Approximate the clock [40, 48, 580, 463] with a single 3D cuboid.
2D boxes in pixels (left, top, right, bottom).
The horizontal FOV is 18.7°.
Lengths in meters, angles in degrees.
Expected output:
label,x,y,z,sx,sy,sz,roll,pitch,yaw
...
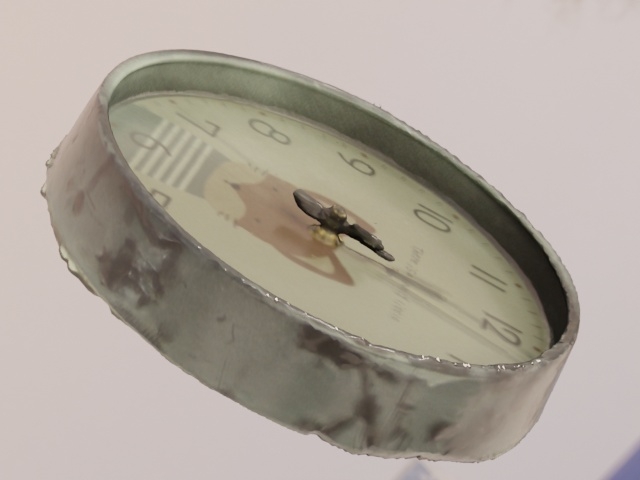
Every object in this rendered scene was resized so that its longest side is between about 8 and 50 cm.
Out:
label,x,y,z,sx,sy,sz,roll,pitch,yaw
clock,0.000,0.000,1.133,0.325,0.325,0.067,-10,-45,-52
